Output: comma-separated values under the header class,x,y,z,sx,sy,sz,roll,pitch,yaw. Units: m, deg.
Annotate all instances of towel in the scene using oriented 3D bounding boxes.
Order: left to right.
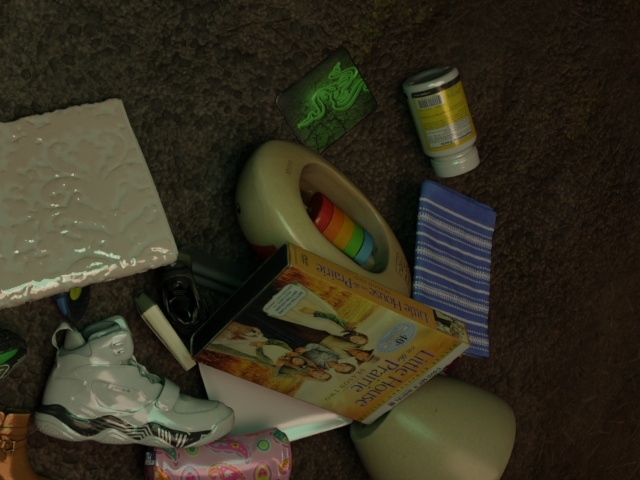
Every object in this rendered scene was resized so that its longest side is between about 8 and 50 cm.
class,x,y,z,sx,sy,sz,roll,pitch,yaw
towel,-0.443,-0.066,1.668,0.331,0.053,0.317,-16,77,-25
towel,0.280,0.060,2.045,0.243,0.040,0.336,21,67,-41

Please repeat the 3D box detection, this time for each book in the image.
class,x,y,z,sx,sy,sz,roll,pitch,yaw
book,-0.290,0.168,1.845,0.035,0.096,0.144,-37,114,-9

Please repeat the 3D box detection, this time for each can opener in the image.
class,x,y,z,sx,sy,sz,roll,pitch,yaw
can opener,-0.164,0.066,1.918,0.280,0.074,0.093,18,56,-31

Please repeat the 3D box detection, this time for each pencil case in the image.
class,x,y,z,sx,sy,sz,roll,pitch,yaw
pencil case,-0.200,0.422,1.904,0.284,0.124,0.124,2,99,-15

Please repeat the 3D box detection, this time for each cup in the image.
class,x,y,z,sx,sy,sz,roll,pitch,yaw
cup,0.202,0.402,2.042,0.237,0.331,0.331,36,82,-16

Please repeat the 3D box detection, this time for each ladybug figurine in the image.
class,x,y,z,sx,sy,sz,roll,pitch,yaw
ladybug figurine,0.000,0.000,1.889,0.162,0.305,0.449,-31,121,30

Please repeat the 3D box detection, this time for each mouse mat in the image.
class,x,y,z,sx,sy,sz,roll,pitch,yaw
mouse mat,0.015,-0.273,1.972,0.189,0.007,0.153,-41,115,-16

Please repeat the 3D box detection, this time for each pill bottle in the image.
class,x,y,z,sx,sy,sz,roll,pitch,yaw
pill bottle,0.253,-0.243,2.038,0.119,0.119,0.208,-28,112,-20

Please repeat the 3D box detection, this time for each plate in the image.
class,x,y,z,sx,sy,sz,roll,pitch,yaw
plate,-0.085,0.287,1.954,0.278,0.045,0.277,-16,124,-9

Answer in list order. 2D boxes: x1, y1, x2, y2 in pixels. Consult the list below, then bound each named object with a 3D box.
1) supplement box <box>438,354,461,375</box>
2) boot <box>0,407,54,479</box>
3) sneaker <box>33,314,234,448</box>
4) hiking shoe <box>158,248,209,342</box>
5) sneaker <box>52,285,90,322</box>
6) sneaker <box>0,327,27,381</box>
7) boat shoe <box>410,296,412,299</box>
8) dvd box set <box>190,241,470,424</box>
class,x,y,z,sx,sy,sz,roll,pitch,yaw
supplement box,0.262,0.266,2.185,0.055,0.043,0.083,42,80,-29
boot,-0.543,0.380,1.770,0.197,0.073,0.152,19,86,-32
sneaker,-0.325,0.257,1.803,0.365,0.137,0.210,6,98,-17
hiking shoe,-0.255,0.127,1.815,0.086,0.114,0.227,-10,133,2
sneaker,-0.469,0.050,1.756,0.069,0.082,0.209,-52,142,-48
sneaker,-0.639,0.279,1.680,0.343,0.134,0.146,-38,122,-7
boat shoe,0.241,0.174,2.090,0.340,0.158,0.127,-30,112,-20
dvd box set,0.019,0.186,1.813,0.420,0.062,0.307,26,128,-29
